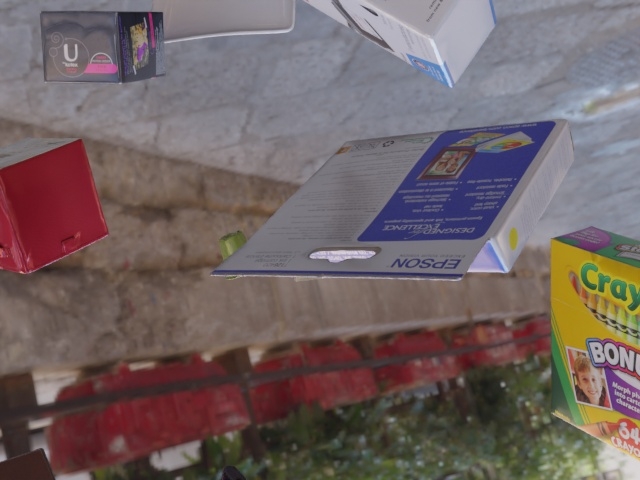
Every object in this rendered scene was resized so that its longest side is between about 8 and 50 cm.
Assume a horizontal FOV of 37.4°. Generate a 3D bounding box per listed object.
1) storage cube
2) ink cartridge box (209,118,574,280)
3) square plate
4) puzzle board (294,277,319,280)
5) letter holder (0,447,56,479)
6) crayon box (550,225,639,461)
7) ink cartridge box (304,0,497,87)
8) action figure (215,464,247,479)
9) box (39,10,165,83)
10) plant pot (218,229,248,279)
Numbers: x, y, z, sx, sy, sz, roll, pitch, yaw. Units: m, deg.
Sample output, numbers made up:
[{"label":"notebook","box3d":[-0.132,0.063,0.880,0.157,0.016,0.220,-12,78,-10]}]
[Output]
[{"label":"storage cube","box3d":[-0.536,-0.070,1.736,0.183,0.193,0.215,7,-154,42]},{"label":"ink cartridge box","box3d":[0.085,-0.025,1.030,0.303,0.072,0.307,0,-145,36]},{"label":"square plate","box3d":[-0.209,-0.606,2.137,0.347,0.344,0.049,-1,164,16]},{"label":"puzzle board","box3d":[0.000,0.000,1.561,0.096,0.128,0.011,-5,-167,-31]},{"label":"letter holder","box3d":[-0.613,0.598,1.892,0.214,0.302,0.152,-14,127,-25]},{"label":"crayon box","box3d":[0.501,0.174,1.407,0.106,0.313,0.363,-16,-159,-27]},{"label":"ink cartridge box","box3d":[0.108,-0.480,1.748,0.166,0.395,0.285,-56,162,1]},{"label":"action figure","box3d":[-0.238,0.574,1.872,0.185,0.099,0.285,-10,140,-43]},{"label":"box","box3d":[-0.437,-0.398,1.938,0.165,0.143,0.270,2,-167,10]},{"label":"plant pot","box3d":[-0.164,0.025,1.866,0.083,0.079,0.083,-21,-169,5]}]
